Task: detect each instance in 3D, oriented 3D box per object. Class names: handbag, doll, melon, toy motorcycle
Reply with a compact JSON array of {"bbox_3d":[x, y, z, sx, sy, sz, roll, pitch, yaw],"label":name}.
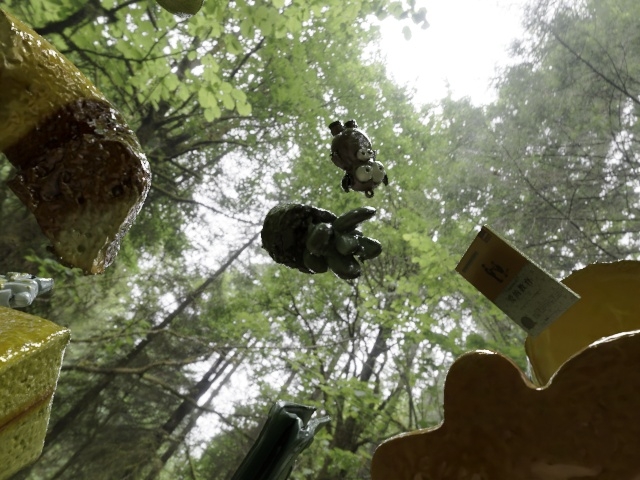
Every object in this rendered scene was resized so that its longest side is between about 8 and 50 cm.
[{"bbox_3d":[-0.086,0.411,0.717,0.079,0.247,0.260,31,-12,20],"label":"handbag"},{"bbox_3d":[0.114,-0.251,1.257,0.117,0.182,0.257,-47,-119,56],"label":"doll"},{"bbox_3d":[-0.384,-0.648,1.075,0.160,0.128,0.079,-13,-88,44],"label":"melon"},{"bbox_3d":[-0.755,0.123,0.982,0.151,0.228,0.074,10,-84,8],"label":"toy motorcycle"}]

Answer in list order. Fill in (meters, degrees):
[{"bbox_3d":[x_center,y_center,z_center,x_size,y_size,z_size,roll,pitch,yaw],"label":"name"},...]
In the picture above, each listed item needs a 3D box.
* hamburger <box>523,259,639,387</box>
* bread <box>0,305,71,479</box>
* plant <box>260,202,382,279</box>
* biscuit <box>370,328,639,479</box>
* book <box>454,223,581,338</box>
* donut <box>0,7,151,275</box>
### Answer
[{"bbox_3d":[0.624,0.250,0.806,0.395,0.396,0.277,-1,-35,34],"label":"hamburger"},{"bbox_3d":[-0.527,0.228,0.494,0.244,0.362,0.233,16,-87,0],"label":"bread"},{"bbox_3d":[-0.001,0.002,0.800,0.274,0.149,0.147,9,-84,51],"label":"plant"},{"bbox_3d":[0.203,0.201,0.305,0.355,0.275,0.052,-37,-37,23],"label":"biscuit"},{"bbox_3d":[0.310,0.067,0.663,0.172,0.012,0.118,45,-37,26],"label":"book"},{"bbox_3d":[-0.255,-0.104,0.411,0.112,0.151,0.295,-42,-95,3],"label":"donut"}]
